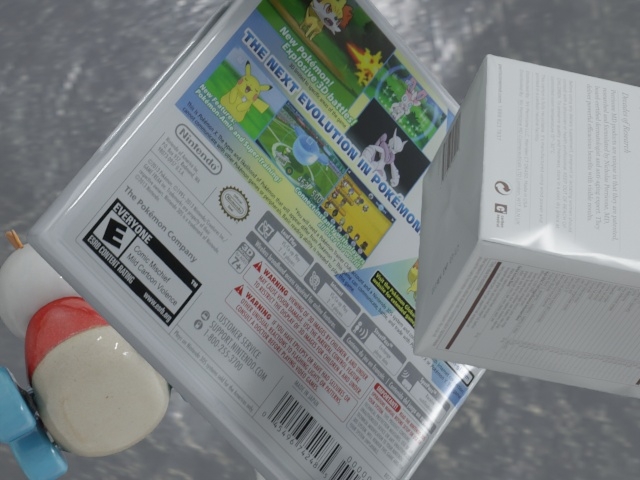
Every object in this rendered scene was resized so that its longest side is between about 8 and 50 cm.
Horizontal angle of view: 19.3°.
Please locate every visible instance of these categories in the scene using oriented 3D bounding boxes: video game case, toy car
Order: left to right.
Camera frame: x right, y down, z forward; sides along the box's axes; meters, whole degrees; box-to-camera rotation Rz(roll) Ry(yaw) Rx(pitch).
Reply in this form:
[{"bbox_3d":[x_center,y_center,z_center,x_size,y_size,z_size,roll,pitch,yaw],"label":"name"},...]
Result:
[{"bbox_3d":[-0.263,0.088,1.957,0.219,0.238,0.210,-29,148,-6],"label":"toy car"},{"bbox_3d":[0.000,0.000,1.318,0.329,0.036,0.300,47,66,-22],"label":"video game case"}]

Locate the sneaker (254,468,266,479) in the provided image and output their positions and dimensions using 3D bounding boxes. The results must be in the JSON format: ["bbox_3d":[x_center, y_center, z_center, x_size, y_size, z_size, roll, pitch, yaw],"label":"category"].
[{"bbox_3d":[0.033,0.081,1.612,0.292,0.169,0.108,-45,126,16],"label":"sneaker"}]

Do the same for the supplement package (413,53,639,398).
[{"bbox_3d":[0.191,0.004,1.112,0.244,0.139,0.134,12,56,-9],"label":"supplement package"}]
